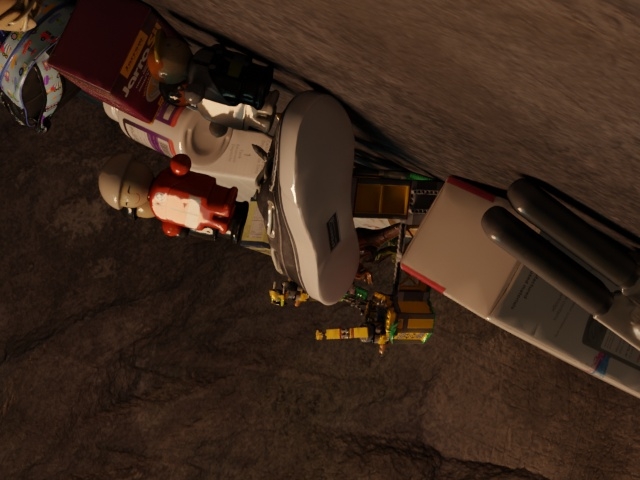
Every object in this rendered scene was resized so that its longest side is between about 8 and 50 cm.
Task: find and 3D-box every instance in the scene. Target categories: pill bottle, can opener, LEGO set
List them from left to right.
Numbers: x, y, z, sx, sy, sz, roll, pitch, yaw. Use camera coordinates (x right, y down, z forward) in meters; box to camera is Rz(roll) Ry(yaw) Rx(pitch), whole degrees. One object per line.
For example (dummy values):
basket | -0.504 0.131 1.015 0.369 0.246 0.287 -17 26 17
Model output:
pill bottle | -0.228 -0.185 2.296 0.193 0.108 0.108 26 178 38
LEGO set | 0.000 0.000 1.956 0.192 0.255 0.331 2 -161 -28
can opener | 0.273 0.025 1.572 0.283 0.076 0.095 34 -162 -25

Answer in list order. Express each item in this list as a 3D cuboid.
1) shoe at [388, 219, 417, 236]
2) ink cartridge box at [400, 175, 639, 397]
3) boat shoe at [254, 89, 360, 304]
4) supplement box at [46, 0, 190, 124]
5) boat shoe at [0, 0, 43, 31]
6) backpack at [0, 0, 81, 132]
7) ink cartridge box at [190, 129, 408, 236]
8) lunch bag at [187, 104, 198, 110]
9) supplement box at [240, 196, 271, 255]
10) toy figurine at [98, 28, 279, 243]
shoe | 0.160 -0.030 2.121 0.076 0.058 0.219 -7 -160 -27
ink cartridge box | 0.275 0.064 1.752 0.306 0.131 0.226 26 -178 -27
boat shoe | -0.024 -0.053 1.716 0.102 0.108 0.301 26 149 26
supplement box | -0.219 -0.204 1.726 0.080 0.104 0.188 26 178 10
boat shoe | -0.332 -0.269 1.632 0.098 0.109 0.302 22 -175 -12
backpack | -0.342 -0.235 1.938 0.117 0.158 0.173 44 167 8
ink cartridge box | -0.002 -0.095 2.559 0.384 0.091 0.308 8 171 21
lunch bag | -0.172 -0.200 1.992 0.071 0.053 0.083 28 -173 3
supplement box | -0.076 -0.020 2.568 0.083 0.083 0.056 20 169 -40
toy figurine | -0.140 -0.107 1.677 0.148 0.210 0.213 15 178 3
